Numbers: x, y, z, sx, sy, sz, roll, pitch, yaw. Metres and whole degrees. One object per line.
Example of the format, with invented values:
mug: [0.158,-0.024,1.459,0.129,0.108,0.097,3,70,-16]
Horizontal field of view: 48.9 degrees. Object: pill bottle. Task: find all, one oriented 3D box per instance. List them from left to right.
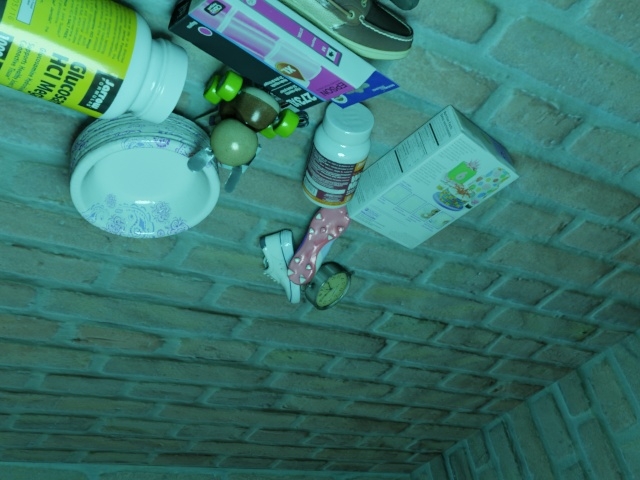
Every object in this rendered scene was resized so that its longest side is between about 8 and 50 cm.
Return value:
pill bottle: [-0.393,-0.306,1.125,0.334,0.188,0.188,16,135,-34]
pill bottle: [0.037,-0.180,1.483,0.121,0.121,0.221,-1,143,-16]

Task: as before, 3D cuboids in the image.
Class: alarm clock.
alarm clock: [0.006,0.120,1.885,0.192,0.064,0.129,6,118,-55]

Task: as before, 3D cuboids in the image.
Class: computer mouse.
computer mouse: [-0.086,-0.283,1.378,0.106,0.042,0.193,-9,150,3]

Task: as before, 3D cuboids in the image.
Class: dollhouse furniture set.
dollhouse furniture set: [-0.194,-0.217,1.410,0.081,0.091,0.114,-16,150,32]

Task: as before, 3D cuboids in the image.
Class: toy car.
toy car: [-0.159,-0.187,1.292,0.155,0.188,0.149,30,173,-25]

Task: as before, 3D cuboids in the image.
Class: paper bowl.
paper bowl: [-0.345,-0.144,1.393,0.284,0.148,0.284,-8,144,-6]

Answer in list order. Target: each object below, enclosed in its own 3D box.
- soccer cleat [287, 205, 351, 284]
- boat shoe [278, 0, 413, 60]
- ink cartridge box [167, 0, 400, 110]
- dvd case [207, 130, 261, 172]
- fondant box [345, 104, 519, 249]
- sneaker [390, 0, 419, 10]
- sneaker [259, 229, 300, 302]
soccer cleat: [0.000,0.000,1.716,0.248,0.083,0.095,-58,175,5]
boat shoe: [0.032,-0.412,1.175,0.342,0.123,0.123,19,132,-25]
ink cartridge box: [-0.057,-0.311,1.199,0.371,0.069,0.176,24,163,-31]
dvd case: [-0.197,-0.187,1.494,0.119,0.013,0.087,16,136,-32]
fondant box: [0.251,-0.133,1.634,0.330,0.096,0.238,-36,138,30]
sneaker: [0.038,-0.412,1.087,0.229,0.132,0.086,43,168,-9]
sneaker: [-0.102,0.068,1.816,0.091,0.094,0.258,-4,135,4]
